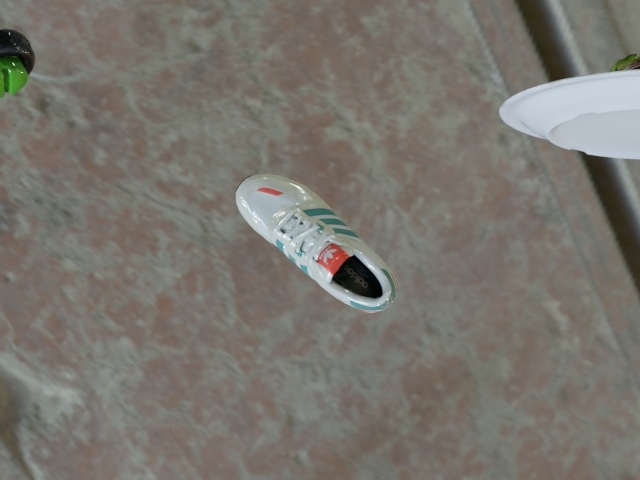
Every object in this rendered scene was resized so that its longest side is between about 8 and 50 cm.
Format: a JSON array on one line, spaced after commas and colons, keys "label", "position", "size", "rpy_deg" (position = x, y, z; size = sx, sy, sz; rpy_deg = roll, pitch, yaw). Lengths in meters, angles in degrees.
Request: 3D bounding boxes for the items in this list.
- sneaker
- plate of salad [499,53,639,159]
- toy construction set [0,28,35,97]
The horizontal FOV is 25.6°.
[{"label": "sneaker", "position": [0.000, 0.000, 1.146], "size": [0.161, 0.075, 0.057], "rpy_deg": [41, 89, -3]}, {"label": "plate of salad", "position": [0.208, -0.085, 0.845], "size": [0.200, 0.200, 0.048], "rpy_deg": [8, 80, -31]}, {"label": "toy construction set", "position": [-0.303, -0.259, 0.988], "size": [0.257, 0.237, 0.309], "rpy_deg": [-34, 159, 14]}]
